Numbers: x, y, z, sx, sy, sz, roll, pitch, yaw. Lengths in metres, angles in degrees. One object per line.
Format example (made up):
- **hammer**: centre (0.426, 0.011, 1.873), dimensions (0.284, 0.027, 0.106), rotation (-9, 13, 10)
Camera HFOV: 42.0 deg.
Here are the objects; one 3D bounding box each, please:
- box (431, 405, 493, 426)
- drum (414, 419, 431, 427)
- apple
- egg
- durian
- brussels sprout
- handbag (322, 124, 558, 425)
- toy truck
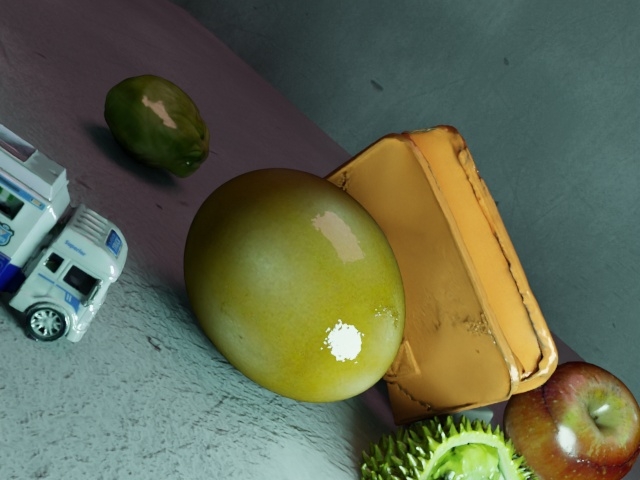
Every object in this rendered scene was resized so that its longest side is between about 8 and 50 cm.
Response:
- **box**: centre (0.193, 0.240, 1.449), dimensions (0.103, 0.055, 0.244), rotation (12, 23, -33)
- **drum**: centre (0.194, 0.322, 1.414), dimensions (0.130, 0.049, 0.253), rotation (40, 17, 1)
- **apple**: centre (0.500, 0.373, 1.657), dimensions (0.272, 0.206, 0.251), rotation (-20, 71, -35)
- **egg**: centre (-0.035, 0.059, 1.153), dimensions (0.351, 0.282, 0.282), rotation (51, 17, 25)
- **durian**: centre (0.188, 0.342, 1.210), dimensions (0.355, 0.157, 0.169), rotation (13, 63, -40)
- **brussels sprout**: centre (-0.310, -0.220, 1.592), dimensions (0.223, 0.161, 0.223), rotation (36, 6, -5)
- **handbag**: centre (0.153, 0.057, 1.246), dimensions (0.116, 0.303, 0.410), rotation (-18, 83, -38)
- **toy truck**: centre (-0.333, -0.022, 0.894), dimensions (0.268, 0.155, 0.124), rotation (36, 14, -16)
